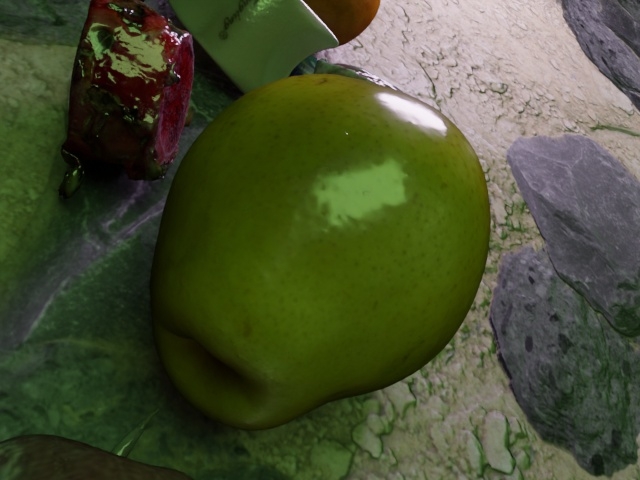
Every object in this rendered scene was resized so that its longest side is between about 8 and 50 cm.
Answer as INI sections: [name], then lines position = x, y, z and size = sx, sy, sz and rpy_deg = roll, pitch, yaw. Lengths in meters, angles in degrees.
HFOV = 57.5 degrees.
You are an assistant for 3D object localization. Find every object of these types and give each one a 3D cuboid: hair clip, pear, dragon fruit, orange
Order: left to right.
[dragon fruit]
position = -0.231, -0.178, 0.739
size = 0.147, 0.211, 0.282
rpy_deg = 11, 82, -17
[hair clip]
position = -0.131, -0.357, 0.929
size = 0.282, 0.113, 0.172
rpy_deg = 43, 91, 11
[orange]
position = -0.006, -0.453, 1.051
size = 0.240, 0.171, 0.240
rpy_deg = 12, 60, -22
[pear]
position = 0.000, 0.000, 0.647
size = 0.362, 0.362, 0.418
rpy_deg = 45, 53, 1

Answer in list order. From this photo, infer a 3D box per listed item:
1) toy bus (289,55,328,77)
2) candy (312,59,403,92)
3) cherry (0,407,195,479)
[toy bus]
position = 0.020, -0.272, 1.033
size = 0.153, 0.051, 0.061
rpy_deg = 28, 63, -13
[candy]
position = 0.092, -0.152, 0.898
size = 0.290, 0.214, 0.157
rpy_deg = 32, 90, -6
[cherry]
position = -0.197, 0.263, 0.462
size = 0.236, 0.213, 0.285
rpy_deg = 26, 60, -3
